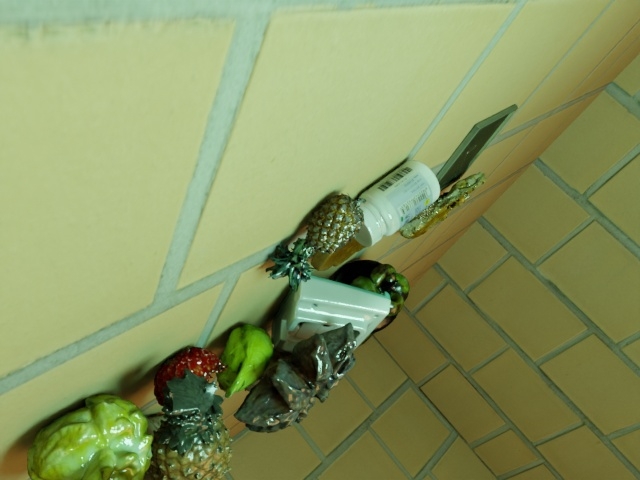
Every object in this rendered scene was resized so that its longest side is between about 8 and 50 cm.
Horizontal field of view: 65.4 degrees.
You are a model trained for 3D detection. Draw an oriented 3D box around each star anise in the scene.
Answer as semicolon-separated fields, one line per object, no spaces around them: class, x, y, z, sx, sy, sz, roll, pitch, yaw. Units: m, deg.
star anise;-0.037;0.305;1.071;0.332;0.118;0.331;-38;155;-22

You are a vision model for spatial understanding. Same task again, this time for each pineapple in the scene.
pineapple;-0.231;0.330;0.877;0.158;0.158;0.278;-27;138;-42
pineapple;-0.001;0.000;0.892;0.221;0.083;0.103;-44;164;16

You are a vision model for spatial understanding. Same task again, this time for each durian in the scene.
durian;-0.164;0.257;1.088;0.139;0.101;0.250;-66;-169;-4
durian;0.263;-0.092;1.283;0.091;0.080;0.080;0;-175;27

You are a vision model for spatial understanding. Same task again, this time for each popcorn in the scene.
popcorn;-0.362;0.352;0.795;0.198;0.213;0.197;-15;116;-34

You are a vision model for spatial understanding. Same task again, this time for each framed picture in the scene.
framed picture;0.398;-0.232;1.356;0.213;0.016;0.289;-31;161;-36

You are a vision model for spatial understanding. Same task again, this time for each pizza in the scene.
pizza;0.354;-0.102;1.470;0.297;0.071;0.189;-38;167;28

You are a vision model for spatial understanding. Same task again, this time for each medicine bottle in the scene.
medicine bottle;0.142;-0.074;0.999;0.187;0.102;0.102;-37;164;-20

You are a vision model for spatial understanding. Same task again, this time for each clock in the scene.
clock;0.014;0.206;1.223;0.262;0.232;0.116;121;-19;-49

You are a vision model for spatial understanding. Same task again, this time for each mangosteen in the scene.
mangosteen;0.132;0.157;1.391;0.243;0.243;0.243;-38;164;-13

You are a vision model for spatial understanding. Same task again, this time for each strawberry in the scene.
strawberry;-0.262;0.264;0.976;0.145;0.086;0.145;-37;162;-14

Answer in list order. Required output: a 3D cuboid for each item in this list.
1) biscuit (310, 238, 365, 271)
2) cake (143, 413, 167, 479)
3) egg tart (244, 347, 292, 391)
biscuit;0.087;-0.017;1.140;0.295;0.044;0.186;-27;156;-46
cake;-0.405;0.582;1.122;0.282;0.290;0.255;-39;163;-6
egg tart;-0.133;0.333;1.276;0.235;0.094;0.234;-2;-179;0
